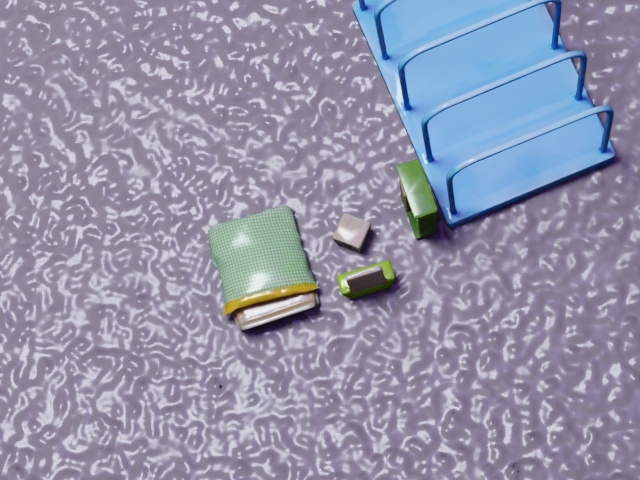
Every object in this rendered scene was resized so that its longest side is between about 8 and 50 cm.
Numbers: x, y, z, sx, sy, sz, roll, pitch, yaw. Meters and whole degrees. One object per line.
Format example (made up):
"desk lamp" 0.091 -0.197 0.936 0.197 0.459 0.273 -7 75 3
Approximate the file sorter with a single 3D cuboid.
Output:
"file sorter" 0.101 -0.117 1.022 0.118 0.104 0.170 -23 74 1

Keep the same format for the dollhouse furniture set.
"dollhouse furniture set" 0.000 0.000 1.025 0.152 0.058 0.076 -18 74 1
